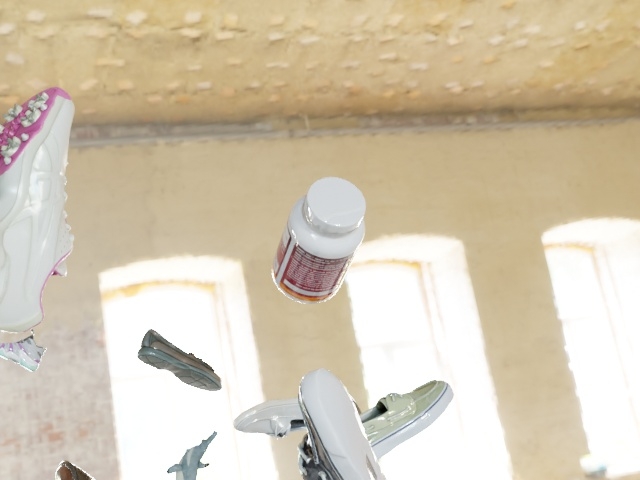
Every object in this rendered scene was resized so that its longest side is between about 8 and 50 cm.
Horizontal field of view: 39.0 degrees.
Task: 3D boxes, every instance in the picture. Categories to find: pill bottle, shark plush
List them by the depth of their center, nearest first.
[{"bbox_3d":[0.000,0.000,1.009,0.086,0.086,0.152,-5,-31,-19],"label":"pill bottle"},{"bbox_3d":[-0.287,0.522,2.121,0.067,0.161,0.073,21,-37,28],"label":"shark plush"}]

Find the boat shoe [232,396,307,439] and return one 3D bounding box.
[{"bbox_3d":[-0.076,0.345,1.720,0.184,0.063,0.066,0,-46,-36],"label":"boat shoe"}]

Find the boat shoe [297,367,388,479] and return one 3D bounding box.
[{"bbox_3d":[0.015,0.305,1.270,0.102,0.108,0.301,-14,-55,16],"label":"boat shoe"}]

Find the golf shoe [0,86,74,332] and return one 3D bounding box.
[{"bbox_3d":[-0.340,-0.035,1.040,0.115,0.306,0.140,-8,-36,39],"label":"golf shoe"}]

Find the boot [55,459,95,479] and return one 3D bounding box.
[{"bbox_3d":[-0.552,0.601,1.836,0.264,0.280,0.096,13,-30,51],"label":"boot"}]

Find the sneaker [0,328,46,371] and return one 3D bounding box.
[{"bbox_3d":[-0.552,0.191,1.661,0.098,0.069,0.038,29,-19,-10],"label":"sneaker"}]

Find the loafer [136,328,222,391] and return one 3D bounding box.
[{"bbox_3d":[-0.352,0.310,2.342,0.096,0.084,0.268,-21,-41,37],"label":"loafer"}]

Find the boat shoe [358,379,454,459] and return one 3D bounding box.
[{"bbox_3d":[0.160,0.379,1.951,0.302,0.094,0.109,-32,11,-23],"label":"boat shoe"}]

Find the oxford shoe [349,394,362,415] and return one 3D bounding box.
[{"bbox_3d":[0.049,0.411,2.124,0.076,0.076,0.212,-32,-30,-18],"label":"oxford shoe"}]
